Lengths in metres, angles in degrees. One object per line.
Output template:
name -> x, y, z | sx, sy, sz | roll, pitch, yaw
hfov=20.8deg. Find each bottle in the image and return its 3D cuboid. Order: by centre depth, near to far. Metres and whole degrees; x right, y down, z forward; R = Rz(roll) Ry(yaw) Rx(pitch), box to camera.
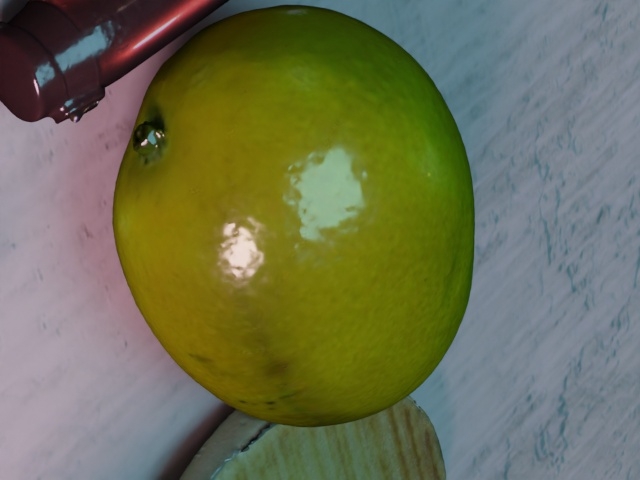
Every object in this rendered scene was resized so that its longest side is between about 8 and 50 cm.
bottle -> -0.085, -0.113, 0.815 | 0.164, 0.060, 0.060 | -40, 133, -30

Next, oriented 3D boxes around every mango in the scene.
mango -> -0.006, 0.004, 0.892 | 0.185, 0.149, 0.273 | -48, 144, -25

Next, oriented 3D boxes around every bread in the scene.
bread -> -0.021, 0.198, 1.043 | 0.267, 0.040, 0.267 | -23, 122, -42
